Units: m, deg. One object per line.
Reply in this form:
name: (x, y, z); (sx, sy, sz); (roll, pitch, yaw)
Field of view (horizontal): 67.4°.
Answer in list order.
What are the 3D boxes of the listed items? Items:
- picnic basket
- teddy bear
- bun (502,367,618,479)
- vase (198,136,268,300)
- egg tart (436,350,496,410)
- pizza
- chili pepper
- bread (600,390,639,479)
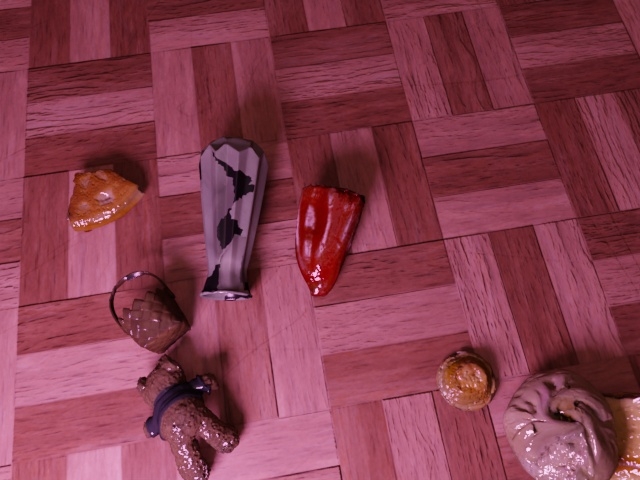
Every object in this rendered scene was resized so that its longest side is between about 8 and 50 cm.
picnic basket: (-0.373, 0.146, 1.025); (0.128, 0.138, 0.178); (-36, 76, -15)
teddy bear: (-0.271, 0.348, 0.960); (0.182, 0.129, 0.251); (-38, 76, -14)
bun: (0.472, 0.371, 0.940); (0.209, 0.116, 0.237); (-13, 59, 12)
vase: (-0.206, -0.049, 1.093); (0.165, 0.165, 0.360); (1, 75, 0)
egg tart: (0.314, 0.299, 1.020); (0.128, 0.049, 0.129); (0, 72, 1)
pizza: (-0.539, -0.106, 1.159); (0.182, 0.062, 0.161); (-43, 83, -8)
chili pepper: (0.000, 0.000, 1.098); (0.144, 0.136, 0.253); (21, 78, -21)
bread: (0.629, 0.437, 0.946); (0.141, 0.178, 0.266); (10, 71, -30)
